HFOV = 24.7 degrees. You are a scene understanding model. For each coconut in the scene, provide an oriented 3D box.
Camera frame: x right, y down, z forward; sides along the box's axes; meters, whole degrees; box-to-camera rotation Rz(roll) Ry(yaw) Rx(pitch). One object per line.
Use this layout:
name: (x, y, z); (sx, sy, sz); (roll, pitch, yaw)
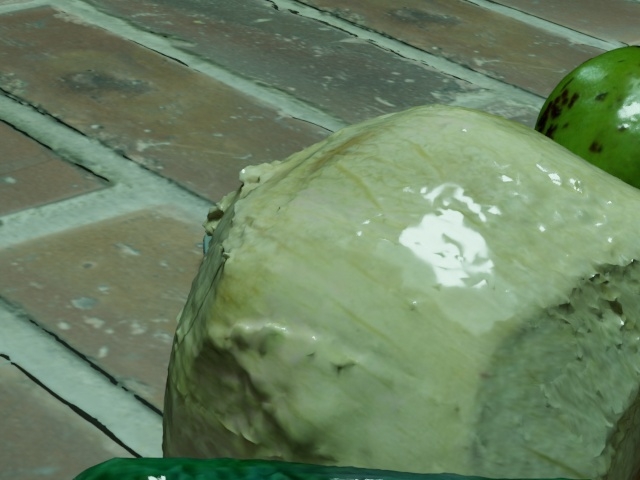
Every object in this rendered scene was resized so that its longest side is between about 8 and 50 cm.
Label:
coconut: (0.052, 0.076, 0.754); (0.254, 0.297, 0.297); (21, 29, 23)

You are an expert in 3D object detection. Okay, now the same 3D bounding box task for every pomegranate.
pomegranate: (0.254, -0.046, 1.193); (0.211, 0.263, 0.211); (13, 64, -27)

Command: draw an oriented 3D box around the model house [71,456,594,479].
model house: (0.019, 0.207, 0.464); (0.280, 0.230, 0.249); (3, 2, -5)

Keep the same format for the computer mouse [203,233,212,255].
computer mouse: (0.002, -0.006, 1.155); (0.229, 0.068, 0.113); (-12, 30, -34)
